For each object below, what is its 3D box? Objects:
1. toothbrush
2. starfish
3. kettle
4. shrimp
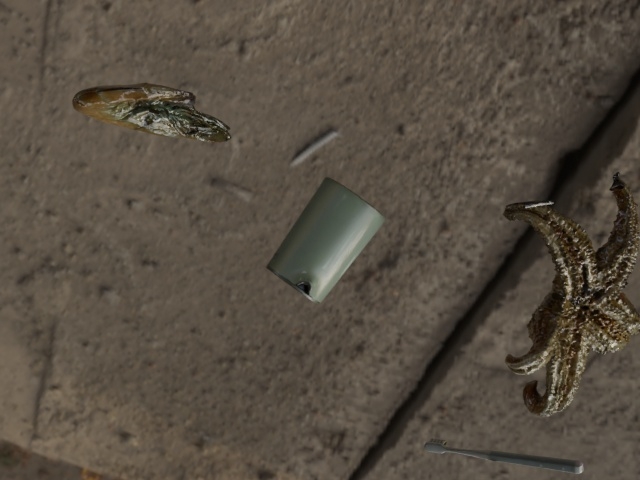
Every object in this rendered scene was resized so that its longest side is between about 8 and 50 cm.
[{"bbox_3d":[0.370,0.443,2.007,0.342,0.030,0.025,1,110,34],"label":"toothbrush"},{"bbox_3d":[0.321,0.075,1.272,0.113,0.312,0.303,13,133,47],"label":"starfish"},{"bbox_3d":[-0.003,-0.002,1.295,0.127,0.148,0.098,34,178,44],"label":"kettle"},{"bbox_3d":[-0.219,-0.191,1.441,0.296,0.058,0.169,5,173,-44],"label":"shrimp"}]
